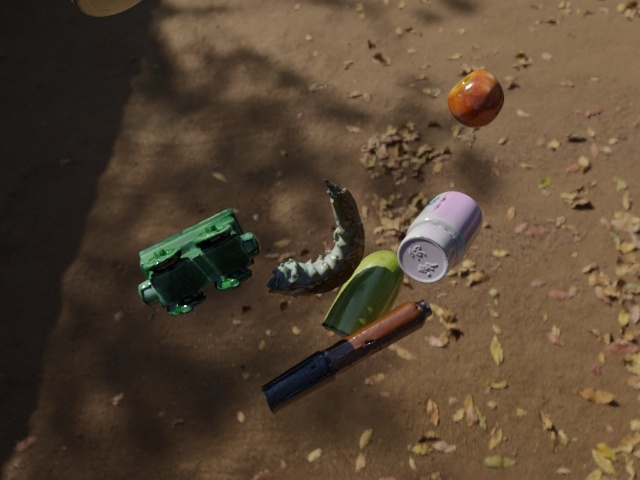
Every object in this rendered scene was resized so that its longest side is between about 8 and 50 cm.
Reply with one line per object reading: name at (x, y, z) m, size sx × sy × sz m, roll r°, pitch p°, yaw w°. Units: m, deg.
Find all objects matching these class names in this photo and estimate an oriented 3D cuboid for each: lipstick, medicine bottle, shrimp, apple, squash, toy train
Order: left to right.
toy train at (-0.258, 0.049, 1.359) m, size 0.266 × 0.145 × 0.202 m, roll -26°, pitch 15°, yaw -7°
shrimp at (0.017, 0.022, 1.442) m, size 0.287 × 0.185 × 0.068 m, roll -58°, pitch 32°, yaw 15°
lipstick at (0.061, 0.250, 1.419) m, size 0.419 × 0.077 × 0.077 m, roll -29°, pitch 53°, yaw -7°
squash at (0.116, 0.128, 1.539) m, size 0.133 × 0.132 × 0.247 m, roll 23°, pitch 77°, yaw 27°
medicine bottle at (0.294, -0.010, 1.570) m, size 0.152 × 0.151 × 0.254 m, roll 18°, pitch 35°, yaw 24°
apple at (0.453, -0.405, 1.849) m, size 0.163 × 0.139 × 0.163 m, roll -41°, pitch 12°, yaw 11°

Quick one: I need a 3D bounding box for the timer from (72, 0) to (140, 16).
timer at (-0.393, -0.524, 1.037) m, size 0.175 × 0.175 × 0.266 m, roll -35°, pitch 88°, yaw -14°
